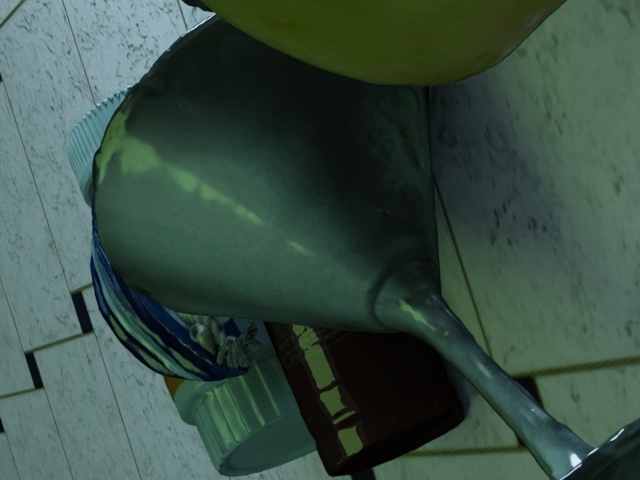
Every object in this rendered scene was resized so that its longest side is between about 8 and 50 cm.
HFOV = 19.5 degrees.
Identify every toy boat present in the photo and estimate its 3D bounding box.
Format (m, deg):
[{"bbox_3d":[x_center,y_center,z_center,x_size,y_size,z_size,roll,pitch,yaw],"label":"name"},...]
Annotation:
[{"bbox_3d":[-0.080,-0.031,1.376,0.220,0.067,0.291,57,133,26],"label":"toy boat"}]

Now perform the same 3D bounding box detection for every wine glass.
[{"bbox_3d":[0.071,0.050,1.130,0.406,0.267,0.267,45,145,38],"label":"wine glass"}]

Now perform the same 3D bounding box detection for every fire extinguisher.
[{"bbox_3d":[0.000,0.000,1.414,0.337,0.135,0.114,66,-162,14],"label":"fire extinguisher"}]

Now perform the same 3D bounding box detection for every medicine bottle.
[{"bbox_3d":[-0.084,0.029,1.552,0.318,0.158,0.158,64,156,21],"label":"medicine bottle"}]

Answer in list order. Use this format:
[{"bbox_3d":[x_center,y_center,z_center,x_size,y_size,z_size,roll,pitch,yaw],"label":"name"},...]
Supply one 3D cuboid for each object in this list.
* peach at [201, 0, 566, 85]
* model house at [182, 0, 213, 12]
[{"bbox_3d":[0.029,-0.245,0.925,0.316,0.314,0.281,28,166,2],"label":"peach"},{"bbox_3d":[-0.210,-0.320,1.350,0.360,0.339,0.297,64,154,24],"label":"model house"}]
